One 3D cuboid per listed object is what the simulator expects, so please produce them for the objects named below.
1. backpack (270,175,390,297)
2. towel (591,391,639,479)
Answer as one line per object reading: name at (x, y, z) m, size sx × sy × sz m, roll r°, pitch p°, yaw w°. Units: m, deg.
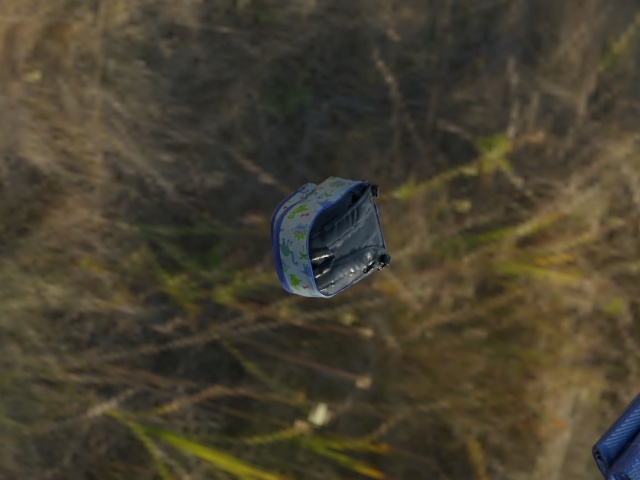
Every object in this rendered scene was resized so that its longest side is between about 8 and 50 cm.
backpack at (0.000, 0.000, 1.851) m, size 0.114 × 0.084 × 0.105 m, roll -35°, pitch 123°, yaw -46°
towel at (0.250, 0.154, 0.980) m, size 0.209 × 0.034 × 0.285 m, roll -44°, pitch 120°, yaw -31°
